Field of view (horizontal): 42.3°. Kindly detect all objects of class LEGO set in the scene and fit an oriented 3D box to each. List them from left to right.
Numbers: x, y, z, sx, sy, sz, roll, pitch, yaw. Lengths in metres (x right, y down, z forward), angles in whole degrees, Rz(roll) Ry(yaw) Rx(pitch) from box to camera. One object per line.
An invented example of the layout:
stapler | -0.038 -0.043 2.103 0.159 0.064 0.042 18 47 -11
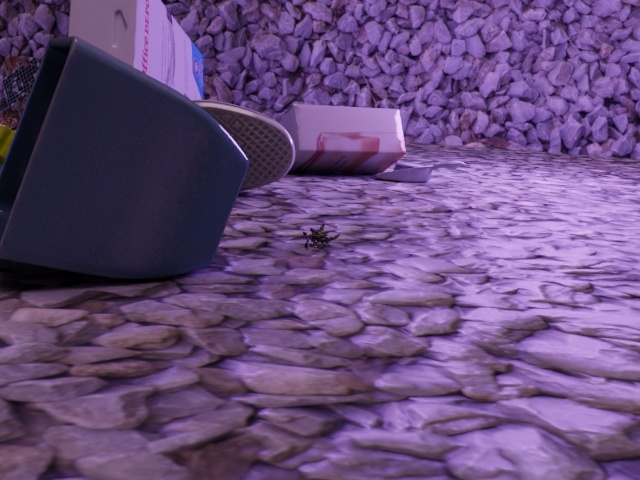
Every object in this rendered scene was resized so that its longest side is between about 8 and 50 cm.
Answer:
LEGO set | -0.003 0.000 1.220 0.054 0.023 0.083 7 25 26

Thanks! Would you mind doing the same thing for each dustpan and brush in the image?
dustpan and brush | 0.257 -0.179 2.082 0.211 0.060 0.147 8 12 20

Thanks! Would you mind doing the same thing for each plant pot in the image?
plant pot | -0.237 -0.082 1.012 0.252 0.247 0.247 19 3 -26

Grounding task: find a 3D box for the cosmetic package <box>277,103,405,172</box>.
cosmetic package | 0.047 -0.253 2.092 0.296 0.129 0.153 -1 -15 -23

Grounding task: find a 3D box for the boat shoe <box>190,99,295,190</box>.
boat shoe | -0.293 -0.200 1.705 0.500 0.186 0.156 1 16 11

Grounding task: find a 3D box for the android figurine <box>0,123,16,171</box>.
android figurine | -0.465 -0.107 1.196 0.273 0.056 0.248 11 -23 34

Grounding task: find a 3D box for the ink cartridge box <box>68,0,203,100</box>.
ink cartridge box | -0.411 -0.382 1.894 0.166 0.285 0.395 -6 -17 12

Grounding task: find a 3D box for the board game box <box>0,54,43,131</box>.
board game box | -0.540 -0.234 1.618 0.165 0.243 0.042 4 -7 -3

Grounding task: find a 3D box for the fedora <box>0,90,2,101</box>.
fedora | -0.644 -0.265 1.823 0.275 0.124 0.244 16 45 34
